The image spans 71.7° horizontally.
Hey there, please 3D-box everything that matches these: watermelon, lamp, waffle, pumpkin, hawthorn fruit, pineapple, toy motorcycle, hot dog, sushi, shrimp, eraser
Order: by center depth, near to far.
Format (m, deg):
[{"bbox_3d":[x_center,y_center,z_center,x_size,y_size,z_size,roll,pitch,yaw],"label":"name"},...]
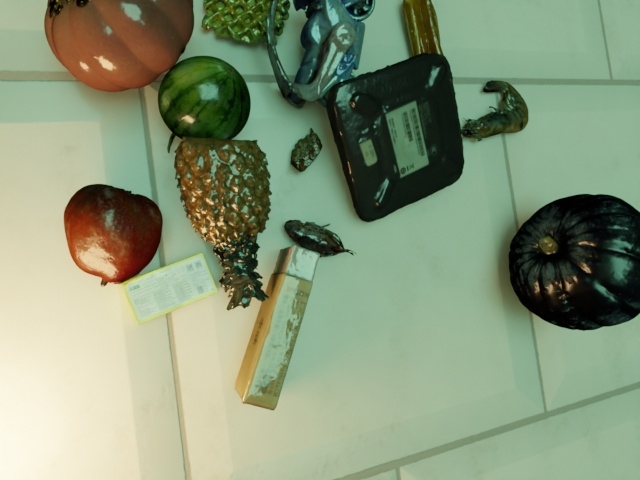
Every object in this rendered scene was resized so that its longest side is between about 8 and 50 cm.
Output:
[{"bbox_3d":[-0.397,-0.445,0.853,0.306,0.305,0.239,-64,149,-13],"label":"lamp"},{"bbox_3d":[-0.411,-0.006,0.881,0.185,0.185,0.203,9,95,-18],"label":"hawthorn fruit"},{"bbox_3d":[-0.189,-0.035,0.942,0.201,0.202,0.362,-10,92,-20],"label":"pineapple"},{"bbox_3d":[-0.255,-0.290,0.956,0.188,0.214,0.188,33,38,-31],"label":"watermelon"},{"bbox_3d":[-0.096,0.183,0.984,0.078,0.144,0.344,20,78,-15],"label":"eraser"},{"bbox_3d":[0.000,-0.474,1.028,0.241,0.182,0.320,7,96,-45],"label":"toy motorcycle"},{"bbox_3d":[-0.174,-0.579,1.070,0.203,0.054,0.224,5,83,-8],"label":"waffle"},{"bbox_3d":[0.000,0.000,1.075,0.190,0.073,0.075,18,123,-8],"label":"shrimp"},{"bbox_3d":[-0.037,-0.223,1.091,0.055,0.052,0.120,42,75,-27],"label":"sushi"},{"bbox_3d":[0.675,0.057,1.153,0.266,0.363,0.364,28,77,-22],"label":"pumpkin"},{"bbox_3d":[0.283,-0.570,1.227,0.092,0.062,0.236,-9,94,-4],"label":"hot dog"},{"bbox_3d":[0.493,-0.382,1.292,0.295,0.058,0.169,-17,84,-24],"label":"shrimp"}]

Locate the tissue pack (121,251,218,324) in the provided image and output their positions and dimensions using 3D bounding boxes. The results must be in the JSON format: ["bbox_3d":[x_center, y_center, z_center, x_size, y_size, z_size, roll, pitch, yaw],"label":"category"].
[{"bbox_3d":[-0.321,0.102,0.954,0.175,0.062,0.095,-23,91,-19],"label":"tissue pack"}]

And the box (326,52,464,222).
[{"bbox_3d":[0.200,-0.252,1.103,0.350,0.091,0.360,-27,115,-21],"label":"box"}]
